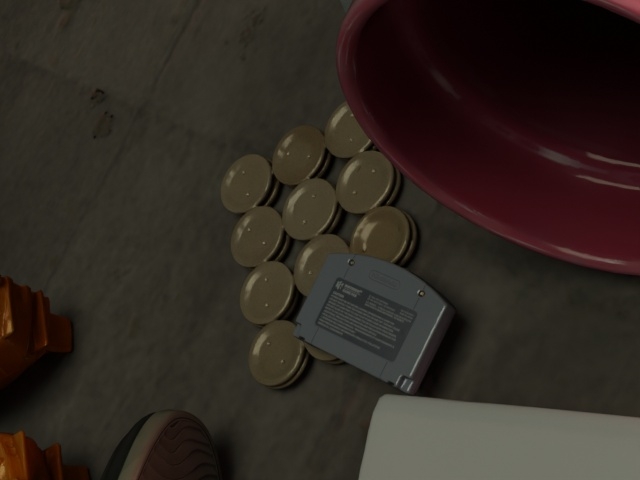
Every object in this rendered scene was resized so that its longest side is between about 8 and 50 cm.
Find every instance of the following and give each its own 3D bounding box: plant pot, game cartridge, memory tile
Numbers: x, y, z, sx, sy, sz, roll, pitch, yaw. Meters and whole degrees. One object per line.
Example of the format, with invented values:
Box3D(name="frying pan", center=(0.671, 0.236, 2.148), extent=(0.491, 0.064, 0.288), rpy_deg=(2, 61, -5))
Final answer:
Box3D(name="plant pot", center=(0.132, -0.112, 0.619), extent=(0.201, 0.201, 0.180), rpy_deg=(6, 58, 39))
Box3D(name="game cartridge", center=(0.028, 0.038, 0.718), extent=(0.083, 0.017, 0.056), rpy_deg=(24, 89, 41))
Box3D(name="memory tile", center=(0.000, 0.000, 0.776), extent=(0.113, 0.012, 0.148), rpy_deg=(-27, 55, 25))

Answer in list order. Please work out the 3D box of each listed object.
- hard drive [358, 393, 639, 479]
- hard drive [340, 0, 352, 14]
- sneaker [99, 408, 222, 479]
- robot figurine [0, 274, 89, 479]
Box3D(name="hard drive", center=(0.137, 0.174, 0.574), extent=(0.307, 0.040, 0.203), rpy_deg=(1, 71, 38))
Box3D(name="hard drive", center=(0.079, -0.133, 0.768), extent=(0.135, 0.022, 0.094), rpy_deg=(-34, 53, 21))
Box3D(name="sneaker", center=(-0.130, 0.191, 0.743), extent=(0.118, 0.083, 0.222), rpy_deg=(3, 73, 39))
Box3D(name="robot figurine", center=(-0.275, 0.149, 0.873), extent=(0.291, 0.085, 0.211), rpy_deg=(-28, 55, 24))
